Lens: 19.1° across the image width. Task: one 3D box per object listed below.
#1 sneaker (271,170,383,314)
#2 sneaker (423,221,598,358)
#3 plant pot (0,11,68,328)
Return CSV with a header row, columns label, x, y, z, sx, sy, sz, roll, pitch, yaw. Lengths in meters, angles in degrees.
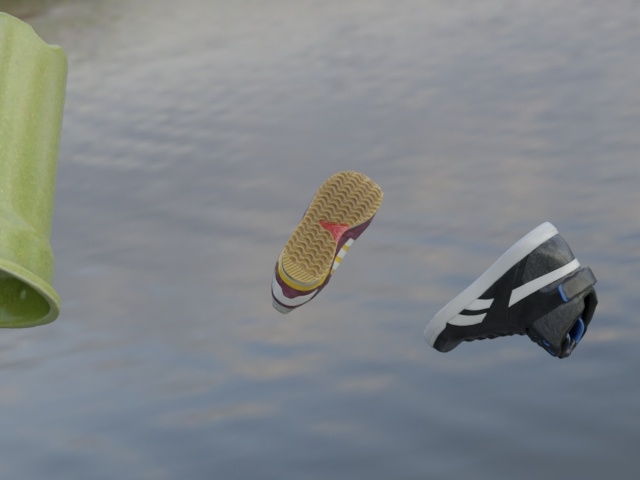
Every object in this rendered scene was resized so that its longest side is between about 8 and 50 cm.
label,x,y,z,sx,sy,sz,roll,pitch,yaw
sneaker,0.000,0.000,2.031,0.185,0.069,0.084,-50,-7,-40
sneaker,0.201,0.088,1.967,0.079,0.121,0.217,-27,-15,-45
plant pot,-0.354,-0.079,1.804,0.276,0.254,0.276,10,-17,3
